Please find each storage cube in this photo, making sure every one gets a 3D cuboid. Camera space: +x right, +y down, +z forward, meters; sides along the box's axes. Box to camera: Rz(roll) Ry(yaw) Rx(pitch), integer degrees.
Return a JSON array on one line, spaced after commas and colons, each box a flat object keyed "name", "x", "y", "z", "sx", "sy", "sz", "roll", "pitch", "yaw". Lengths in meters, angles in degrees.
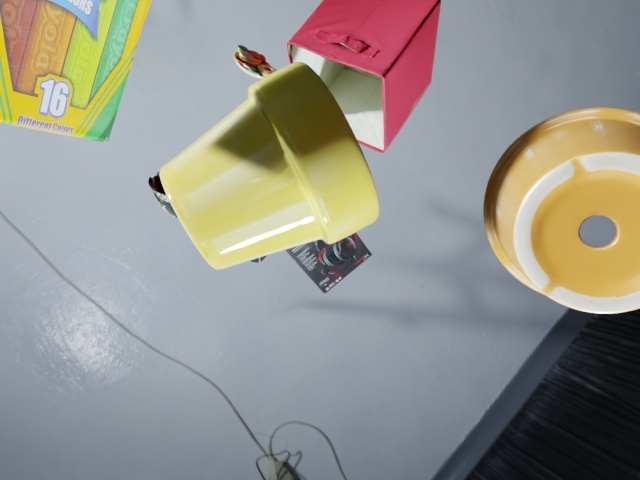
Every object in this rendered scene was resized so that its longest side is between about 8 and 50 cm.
[{"name": "storage cube", "x": 0.079, "y": -0.309, "z": 0.819, "sx": 0.183, "sy": 0.215, "sz": 0.193, "roll": 27, "pitch": 71, "yaw": 20}]

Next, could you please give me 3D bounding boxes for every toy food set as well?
[{"name": "toy food set", "x": -0.120, "y": -0.325, "z": 0.851, "sx": 0.082, "sy": 0.083, "sz": 0.020, "roll": 6, "pitch": 137, "yaw": -33}]

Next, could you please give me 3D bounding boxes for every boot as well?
[{"name": "boot", "x": -0.387, "y": -0.127, "z": 1.204, "sx": 0.085, "sy": 0.236, "sz": 0.179, "roll": -47, "pitch": 149, "yaw": -13}]

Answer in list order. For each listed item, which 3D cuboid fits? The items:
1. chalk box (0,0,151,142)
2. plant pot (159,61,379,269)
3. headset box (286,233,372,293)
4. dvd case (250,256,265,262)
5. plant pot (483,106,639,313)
[{"name": "chalk box", "x": -0.256, "y": -0.254, "z": 0.377, "sx": 0.179, "sy": 0.180, "sz": 0.289, "roll": 23, "pitch": 100, "yaw": 8}, {"name": "plant pot", "x": -0.079, "y": -0.083, "z": 0.662, "sx": 0.239, "sy": 0.254, "sz": 0.254, "roll": -29, "pitch": 103, "yaw": -5}, {"name": "headset box", "x": 0.000, "y": 0.000, "z": 1.533, "sx": 0.218, "sy": 0.110, "sz": 0.293, "roll": -39, "pitch": 123, "yaw": -1}, {"name": "dvd case", "x": -0.117, "y": -0.096, "z": 1.032, "sx": 0.029, "sy": 0.179, "sz": 0.239, "roll": 7, "pitch": 117, "yaw": 18}, {"name": "plant pot", "x": 0.255, "y": -0.023, "z": 0.437, "sx": 0.205, "sy": 0.188, "sz": 0.205, "roll": 6, "pitch": 104, "yaw": 24}]
